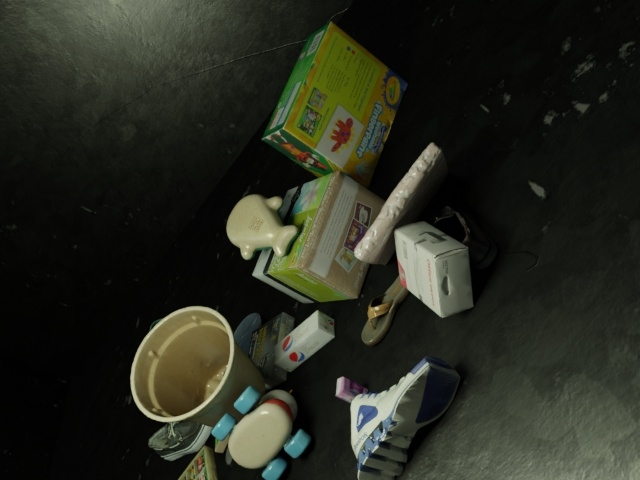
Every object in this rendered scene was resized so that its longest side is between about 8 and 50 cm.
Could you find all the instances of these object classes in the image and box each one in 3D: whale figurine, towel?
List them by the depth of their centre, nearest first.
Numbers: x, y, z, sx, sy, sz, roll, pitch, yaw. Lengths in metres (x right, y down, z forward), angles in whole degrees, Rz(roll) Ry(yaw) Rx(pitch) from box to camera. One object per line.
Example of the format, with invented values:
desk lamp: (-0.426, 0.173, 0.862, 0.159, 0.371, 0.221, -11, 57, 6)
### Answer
towel: (0.220, -0.083, 1.710, 0.332, 0.053, 0.317, -56, -14, 5)
whale figurine: (-0.161, -0.029, 1.982, 0.272, 0.141, 0.216, 25, 85, 41)

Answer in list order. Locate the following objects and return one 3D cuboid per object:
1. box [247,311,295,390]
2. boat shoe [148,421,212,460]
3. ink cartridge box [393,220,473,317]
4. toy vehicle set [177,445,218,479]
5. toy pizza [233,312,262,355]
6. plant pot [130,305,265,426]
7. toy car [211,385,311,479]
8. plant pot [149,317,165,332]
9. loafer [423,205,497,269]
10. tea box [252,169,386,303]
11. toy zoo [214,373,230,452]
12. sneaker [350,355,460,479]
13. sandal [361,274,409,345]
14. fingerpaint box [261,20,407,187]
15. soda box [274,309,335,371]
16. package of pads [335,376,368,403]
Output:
box: (-0.170, 0.371, 2.118, 0.183, 0.056, 0.231, -36, 35, 41)
boat shoe: (-0.498, 0.687, 2.292, 0.335, 0.119, 0.121, -41, 31, 33)
ink cartridge box: (0.265, 0.062, 1.546, 0.092, 0.159, 0.218, -15, 22, -12)
toy vehicle set: (-0.386, 0.801, 2.063, 0.166, 0.035, 0.267, -54, 26, 10)
toy pizza: (-0.265, 0.356, 2.337, 0.201, 0.032, 0.201, -43, 29, 31)
plant pot: (-0.323, 0.405, 1.906, 0.333, 0.305, 0.334, -13, 55, 20)
toy car: (-0.142, 0.504, 1.825, 0.210, 0.219, 0.238, -51, -3, 17)
plant pot: (-0.513, 0.458, 2.404, 0.235, 0.293, 0.293, -70, 23, 13)
loafer: (0.327, -0.029, 1.616, 0.109, 0.095, 0.302, -54, 26, 9)
tea box: (0.000, 0.000, 2.029, 0.323, 0.220, 0.329, -14, 50, 55)
toy zoo: (-0.307, 0.524, 2.165, 0.293, 0.030, 0.192, -99, 29, -54)
sneaker: (0.153, 0.373, 1.456, 0.316, 0.127, 0.182, -57, 28, 7)
sandal: (0.167, 0.173, 1.724, 0.219, 0.060, 0.090, -57, 25, 4)
fingerpaint box: (0.057, -0.445, 2.236, 0.163, 0.371, 0.445, -11, 53, 57)
soda box: (-0.051, 0.305, 1.963, 0.216, 0.069, 0.074, -43, 29, 30)
package of pads: (0.078, 0.380, 1.633, 0.032, 0.083, 0.050, -42, 26, 41)
